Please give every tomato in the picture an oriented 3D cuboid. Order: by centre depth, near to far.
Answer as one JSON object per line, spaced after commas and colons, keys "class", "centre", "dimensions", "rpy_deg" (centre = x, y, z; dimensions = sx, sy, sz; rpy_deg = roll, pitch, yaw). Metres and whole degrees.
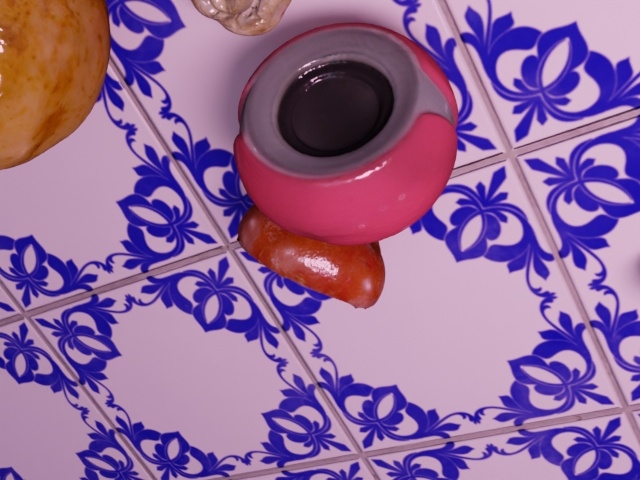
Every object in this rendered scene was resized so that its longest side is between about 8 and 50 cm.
{"class": "tomato", "centre": [0.000, 0.000, 1.257], "dimensions": [0.237, 0.237, 0.095], "rpy_deg": [27, 107, -1]}

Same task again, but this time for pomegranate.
{"class": "pomegranate", "centre": [-0.479, -0.245, 1.131], "dimensions": [0.410, 0.410, 0.410], "rpy_deg": [9, 125, 13]}

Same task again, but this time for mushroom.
{"class": "mushroom", "centre": [-0.103, -0.337, 1.118], "dimensions": [0.148, 0.112, 0.148], "rpy_deg": [15, 129, 19]}

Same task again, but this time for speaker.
{"class": "speaker", "centre": [0.033, -0.128, 1.106], "dimensions": [0.294, 0.294, 0.294], "rpy_deg": [9, 125, 13]}
